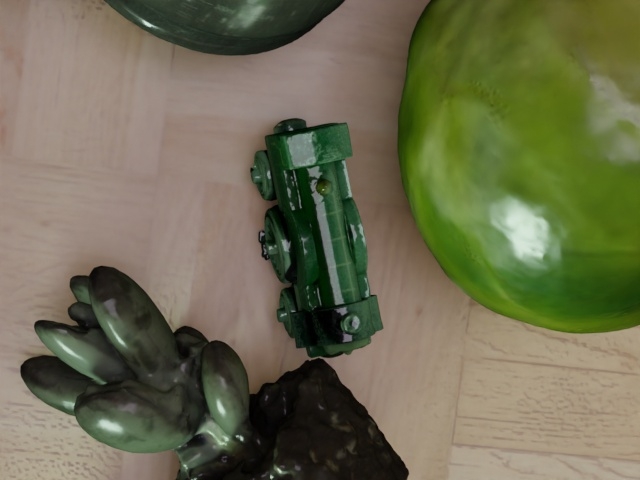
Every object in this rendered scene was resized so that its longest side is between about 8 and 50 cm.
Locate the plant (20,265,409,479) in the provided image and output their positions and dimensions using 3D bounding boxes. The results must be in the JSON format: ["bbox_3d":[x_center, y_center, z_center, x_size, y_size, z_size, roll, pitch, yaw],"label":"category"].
[{"bbox_3d":[-0.074,0.123,1.003,0.274,0.149,0.146,38,115,-7],"label":"plant"}]

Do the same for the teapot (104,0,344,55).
[{"bbox_3d":[0.000,-0.244,0.933,0.321,0.239,0.239,33,61,-18],"label":"teapot"}]

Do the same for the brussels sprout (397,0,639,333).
[{"bbox_3d":[0.200,-0.098,1.002,0.268,0.344,0.344,29,86,22],"label":"brussels sprout"}]

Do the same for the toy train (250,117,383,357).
[{"bbox_3d":[0.000,0.000,1.039,0.071,0.104,0.178,-12,96,-15],"label":"toy train"}]
